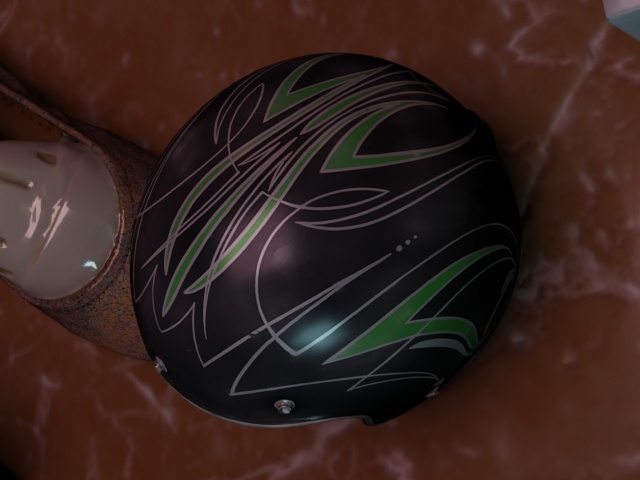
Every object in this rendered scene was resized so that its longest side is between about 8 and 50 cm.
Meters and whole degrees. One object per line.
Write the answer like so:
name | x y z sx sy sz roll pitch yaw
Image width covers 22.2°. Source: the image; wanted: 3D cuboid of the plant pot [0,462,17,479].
plant pot | -0.279 0.148 0.868 0.187 0.188 0.167 37 91 31

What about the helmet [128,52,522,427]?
helmet | 0.000 0.000 0.718 0.169 0.161 0.169 -5 80 31

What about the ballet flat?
ballet flat | -0.173 -0.033 0.864 0.316 0.106 0.107 32 100 31

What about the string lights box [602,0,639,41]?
string lights box | 0.149 -0.206 0.672 0.076 0.133 0.260 -17 75 30
